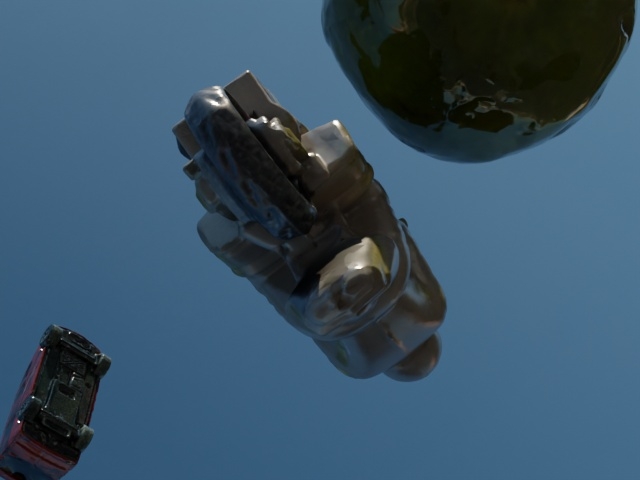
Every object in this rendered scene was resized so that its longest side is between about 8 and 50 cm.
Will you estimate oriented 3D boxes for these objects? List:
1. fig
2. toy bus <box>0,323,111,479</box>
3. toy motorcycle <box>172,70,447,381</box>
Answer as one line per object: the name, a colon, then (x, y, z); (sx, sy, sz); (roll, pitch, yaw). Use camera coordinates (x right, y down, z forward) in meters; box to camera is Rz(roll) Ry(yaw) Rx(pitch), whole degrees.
fig: (0.121, -0.177, 0.968); (0.314, 0.233, 0.233); (-37, -74, -74)
toy bus: (-0.299, 0.183, 1.439); (0.081, 0.089, 0.195); (34, -151, -20)
toy motorcycle: (0.000, 0.000, 0.810); (0.108, 0.340, 0.223); (-36, -92, 3)
